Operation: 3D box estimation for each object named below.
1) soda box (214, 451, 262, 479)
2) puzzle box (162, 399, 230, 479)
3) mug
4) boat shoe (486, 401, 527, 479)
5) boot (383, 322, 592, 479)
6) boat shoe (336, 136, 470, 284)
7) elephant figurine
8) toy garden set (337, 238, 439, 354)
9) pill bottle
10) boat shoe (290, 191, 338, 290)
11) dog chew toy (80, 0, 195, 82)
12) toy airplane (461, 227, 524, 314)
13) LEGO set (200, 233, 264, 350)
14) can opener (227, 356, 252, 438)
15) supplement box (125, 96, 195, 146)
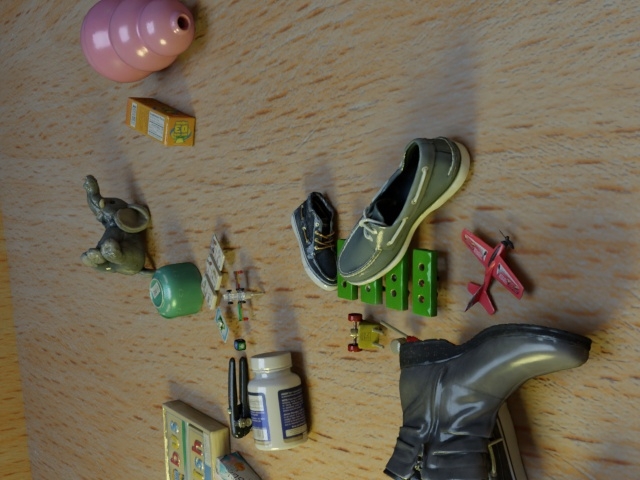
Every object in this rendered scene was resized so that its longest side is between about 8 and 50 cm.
[{"bbox_3d":[-0.173,0.563,2.012,0.183,0.058,0.063,35,124,45],"label":"soda box"},{"bbox_3d":[-0.311,0.630,2.222,0.272,0.052,0.409,10,104,54],"label":"puzzle box"},{"bbox_3d":[-0.359,0.135,2.160,0.129,0.097,0.158,23,114,50],"label":"mug"},{"bbox_3d":[0.234,0.330,1.363,0.113,0.105,0.306,-28,74,53],"label":"boat shoe"},{"bbox_3d":[0.237,0.247,1.256,0.338,0.118,0.223,-21,54,49],"label":"boot"},{"bbox_3d":[0.106,-0.049,1.434,0.319,0.099,0.116,-49,47,33],"label":"boat shoe"},{"bbox_3d":[-0.532,-0.039,2.339,0.169,0.186,0.239,-5,63,21],"label":"elephant figurine"},{"bbox_3d":[0.123,0.106,1.532,0.244,0.049,0.204,9,101,53],"label":"toy garden set"},{"bbox_3d":[-0.091,0.326,1.809,0.112,0.112,0.187,-6,90,55],"label":"pill bottle"},{"bbox_3d":[0.000,0.000,1.664,0.083,0.065,0.183,-52,54,47],"label":"boat shoe"},{"bbox_3d":[-0.414,-0.481,2.056,0.331,0.206,0.207,1,96,46],"label":"dog chew toy"},{"bbox_3d":[0.258,0.053,1.346,0.151,0.028,0.151,13,106,54],"label":"toy airplane"},{"bbox_3d":[-0.201,0.127,2.003,0.244,0.060,0.182,60,145,39],"label":"LEGO set"},{"bbox_3d":[-0.187,0.355,1.994,0.073,0.059,0.186,0,96,55],"label":"can opener"},{"bbox_3d":[-0.392,-0.290,2.151,0.233,0.078,0.080,31,117,47],"label":"supplement box"}]
